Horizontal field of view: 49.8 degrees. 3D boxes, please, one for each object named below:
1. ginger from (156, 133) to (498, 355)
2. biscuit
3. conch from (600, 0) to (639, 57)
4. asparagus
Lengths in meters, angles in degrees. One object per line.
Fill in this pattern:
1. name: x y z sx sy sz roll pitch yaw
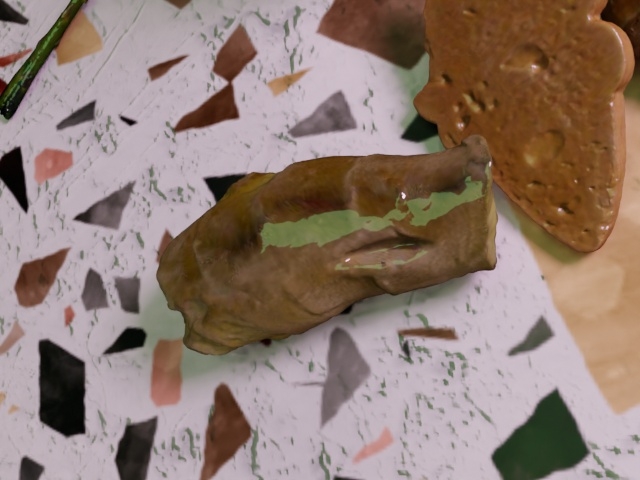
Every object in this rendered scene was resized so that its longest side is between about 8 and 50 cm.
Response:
1. ginger: 0.000 0.000 0.494 0.262 0.109 0.116 -17 47 17
2. biscuit: 0.140 -0.109 0.476 0.162 0.035 0.250 -26 83 44
3. conch: 0.221 -0.206 0.459 0.080 0.086 0.233 -8 78 20
4. asparagus: -0.255 -0.221 0.690 0.022 0.023 0.233 36 95 -21
